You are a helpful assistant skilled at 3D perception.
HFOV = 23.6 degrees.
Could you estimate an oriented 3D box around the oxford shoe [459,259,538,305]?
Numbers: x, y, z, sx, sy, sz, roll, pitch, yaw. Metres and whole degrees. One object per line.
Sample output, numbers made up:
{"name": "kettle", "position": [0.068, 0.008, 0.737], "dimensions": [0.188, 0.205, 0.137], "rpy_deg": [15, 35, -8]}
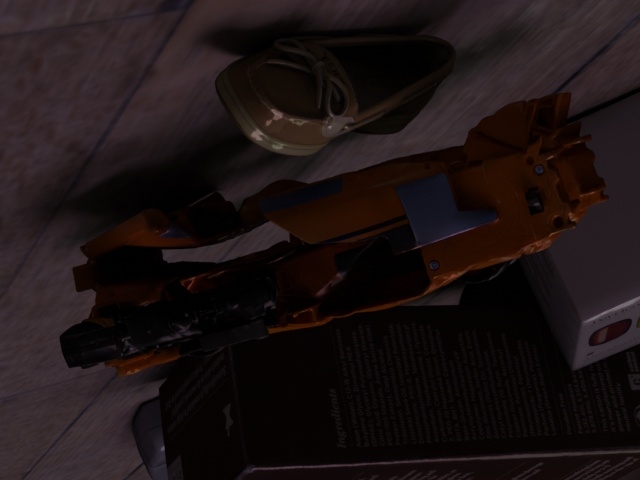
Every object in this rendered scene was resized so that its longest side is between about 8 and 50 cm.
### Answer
{"name": "oxford shoe", "position": [0.171, 0.064, 1.434], "dimensions": [0.098, 0.097, 0.271], "rpy_deg": [-1, 158, -6]}

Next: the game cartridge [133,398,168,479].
{"name": "game cartridge", "position": [-0.080, 0.178, 1.498], "dimensions": [0.198, 0.062, 0.297], "rpy_deg": [-26, 166, -4]}

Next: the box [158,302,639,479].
{"name": "box", "position": [0.076, 0.147, 1.276], "dimensions": [0.381, 0.143, 0.191], "rpy_deg": [-1, 156, -25]}

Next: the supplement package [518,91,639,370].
{"name": "supplement package", "position": [0.222, -0.003, 1.134], "dimensions": [0.139, 0.134, 0.244], "rpy_deg": [-24, 166, 3]}

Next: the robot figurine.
{"name": "robot figurine", "position": [0.000, 0.000, 0.819], "dimensions": [0.291, 0.085, 0.211], "rpy_deg": [-16, -178, 18]}

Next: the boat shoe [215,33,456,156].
{"name": "boat shoe", "position": [0.010, -0.075, 0.720], "dimensions": [0.048, 0.056, 0.153], "rpy_deg": [-40, 161, 32]}
